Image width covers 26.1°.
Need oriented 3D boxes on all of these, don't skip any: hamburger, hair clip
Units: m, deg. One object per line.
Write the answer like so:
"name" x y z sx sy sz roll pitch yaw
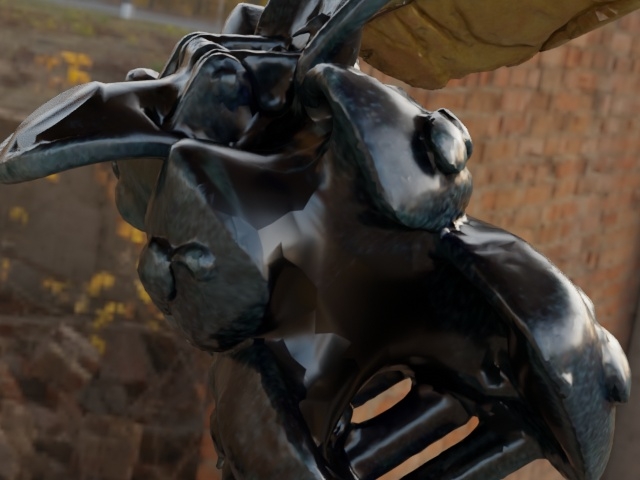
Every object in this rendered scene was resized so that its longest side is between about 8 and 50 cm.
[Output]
"hamburger" 0.137 -0.186 0.870 0.262 0.124 0.131 -19 -43 32
"hair clip" -0.004 -0.006 0.581 0.194 0.206 0.310 -33 22 -4
